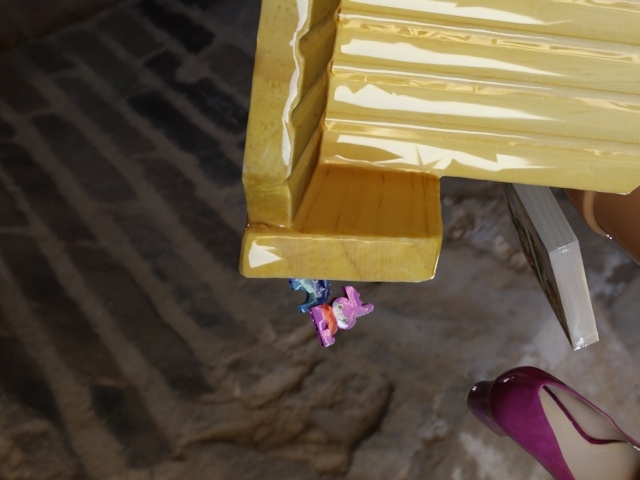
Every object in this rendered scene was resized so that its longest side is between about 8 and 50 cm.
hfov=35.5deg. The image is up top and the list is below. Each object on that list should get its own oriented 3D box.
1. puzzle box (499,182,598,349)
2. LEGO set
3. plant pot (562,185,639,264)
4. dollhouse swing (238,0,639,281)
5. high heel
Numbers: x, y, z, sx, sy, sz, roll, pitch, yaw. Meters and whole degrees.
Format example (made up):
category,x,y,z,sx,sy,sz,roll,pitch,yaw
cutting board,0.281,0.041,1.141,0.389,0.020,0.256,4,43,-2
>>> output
category,x,y,z,sx,sy,sz,roll,pitch,yaw
puzzle box,0.386,-0.001,1.735,0.409,0.052,0.272,57,-170,-56
LEGO set,0.000,0.000,1.178,0.087,0.093,0.227,167,83,-77
plant pot,0.448,-0.058,1.143,0.291,0.291,0.203,49,-163,-53
dollhouse swing,0.135,-0.155,0.627,0.305,0.347,0.315,10,-163,2
high heel,0.374,0.289,1.302,0.377,0.127,0.181,28,164,-9
